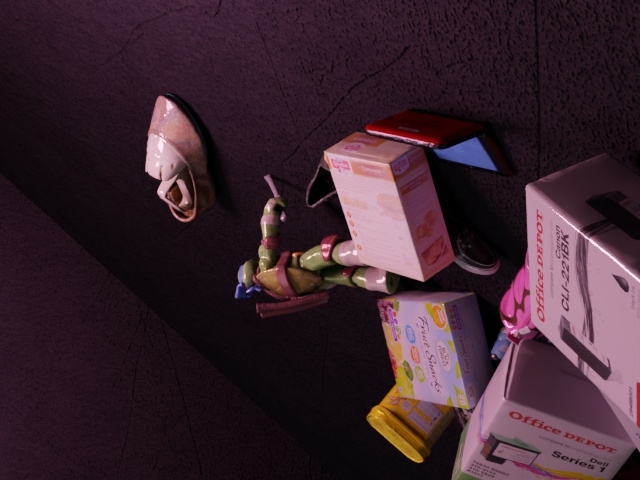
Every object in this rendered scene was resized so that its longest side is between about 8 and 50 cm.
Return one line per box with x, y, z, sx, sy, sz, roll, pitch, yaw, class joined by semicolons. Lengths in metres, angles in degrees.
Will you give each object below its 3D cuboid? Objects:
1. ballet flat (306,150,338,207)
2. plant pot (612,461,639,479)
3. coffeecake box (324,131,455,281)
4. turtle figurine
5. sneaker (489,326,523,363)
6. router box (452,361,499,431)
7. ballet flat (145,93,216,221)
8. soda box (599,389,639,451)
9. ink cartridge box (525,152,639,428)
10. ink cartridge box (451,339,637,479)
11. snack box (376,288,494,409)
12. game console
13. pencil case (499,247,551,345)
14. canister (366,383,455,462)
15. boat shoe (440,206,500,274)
0.014;-0.091;1.882;0.057;0.049;0.173;38;160;6;ballet flat
0.525;0.494;1.877;0.236;0.267;0.267;54;157;-16;plant pot
0.097;-0.049;1.722;0.142;0.068;0.186;17;132;51;coffeecake box
0.000;0.000;2.028;0.266;0.274;0.198;0;115;34;turtle figurine
0.315;0.210;1.921;0.162;0.073;0.063;49;159;-19;sneaker
0.356;0.345;2.115;0.243;0.081;0.309;27;156;35;router box
-0.257;-0.132;2.217;0.107;0.106;0.316;31;158;26;ballet flat
0.467;0.231;1.641;0.091;0.098;0.286;5;140;50;soda box
0.332;0.062;1.285;0.273;0.114;0.197;-129;25;-52;ink cartridge box
0.329;0.289;1.811;0.201;0.117;0.278;19;140;2;ink cartridge box
0.185;0.170;1.983;0.207;0.070;0.175;-3;103;61;snack box
0.147;-0.112;1.549;0.144;0.124;0.085;17;123;48;game console
0.293;0.063;1.619;0.095;0.098;0.209;36;159;15;pencil case
0.183;0.289;2.188;0.126;0.170;0.073;41;160;1;canister
0.193;-0.003;1.740;0.142;0.049;0.040;37;159;19;boat shoe
